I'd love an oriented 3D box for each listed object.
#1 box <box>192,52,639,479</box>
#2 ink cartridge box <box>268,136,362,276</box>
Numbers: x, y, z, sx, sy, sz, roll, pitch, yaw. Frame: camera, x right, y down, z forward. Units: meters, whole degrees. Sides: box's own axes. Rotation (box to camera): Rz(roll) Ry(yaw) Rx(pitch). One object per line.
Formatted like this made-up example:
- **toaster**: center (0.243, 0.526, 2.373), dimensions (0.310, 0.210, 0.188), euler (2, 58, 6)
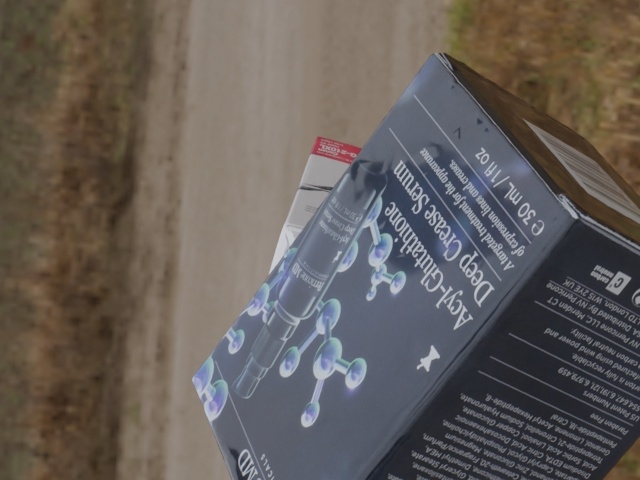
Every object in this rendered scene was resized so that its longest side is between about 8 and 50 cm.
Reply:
- **box**: center (0.108, 0.093, 1.350), dimensions (0.395, 0.212, 0.293), euler (-54, 33, 16)
- **ink cartridge box**: center (0.000, 0.000, 2.051), dimensions (0.237, 0.100, 0.172), euler (-72, -1, -57)
